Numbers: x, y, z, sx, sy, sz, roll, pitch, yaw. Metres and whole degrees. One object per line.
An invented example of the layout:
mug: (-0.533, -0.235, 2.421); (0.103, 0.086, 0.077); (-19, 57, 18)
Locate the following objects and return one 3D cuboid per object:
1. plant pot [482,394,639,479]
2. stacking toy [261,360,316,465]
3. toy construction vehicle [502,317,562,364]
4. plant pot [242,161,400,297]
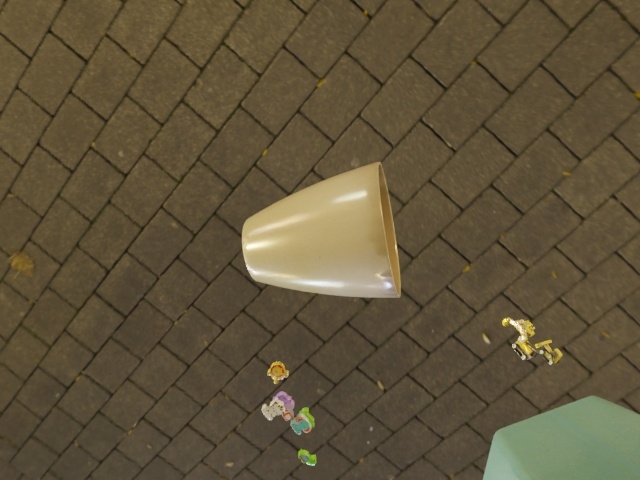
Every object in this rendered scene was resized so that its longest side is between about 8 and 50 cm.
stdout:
plant pot: (0.226, 0.236, 0.355); (0.165, 0.234, 0.166); (-12, 123, -17)
stacking toy: (-0.067, 0.434, 1.315); (0.052, 0.167, 0.221); (-30, 107, 10)
toy construction vehicle: (0.379, 0.176, 0.930); (0.085, 0.098, 0.035); (0, 134, -36)
plant pot: (0.000, 0.000, 1.004); (0.273, 0.256, 0.257); (-9, 108, 12)
